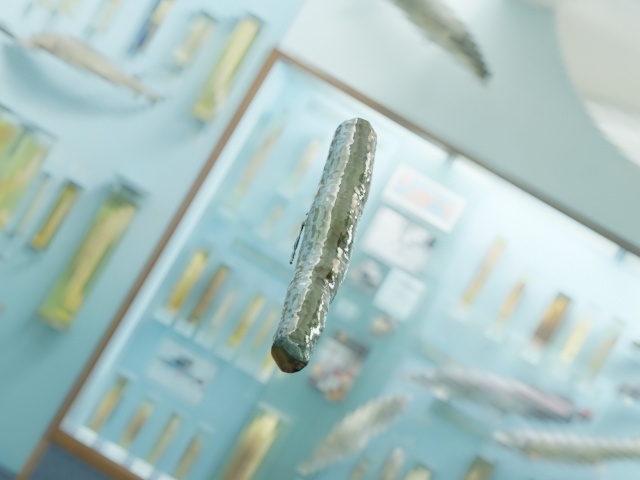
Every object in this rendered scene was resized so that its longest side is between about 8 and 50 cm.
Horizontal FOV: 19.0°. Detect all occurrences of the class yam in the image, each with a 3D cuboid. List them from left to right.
[{"bbox_3d":[0.001,-0.001,0.852,0.029,0.027,0.234,7,26,6],"label":"yam"}]
